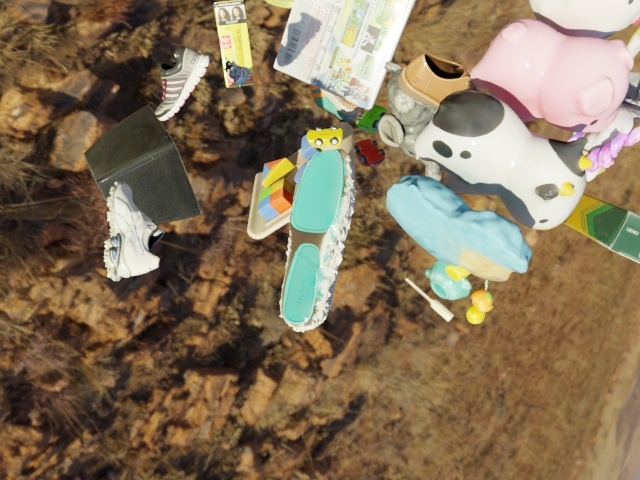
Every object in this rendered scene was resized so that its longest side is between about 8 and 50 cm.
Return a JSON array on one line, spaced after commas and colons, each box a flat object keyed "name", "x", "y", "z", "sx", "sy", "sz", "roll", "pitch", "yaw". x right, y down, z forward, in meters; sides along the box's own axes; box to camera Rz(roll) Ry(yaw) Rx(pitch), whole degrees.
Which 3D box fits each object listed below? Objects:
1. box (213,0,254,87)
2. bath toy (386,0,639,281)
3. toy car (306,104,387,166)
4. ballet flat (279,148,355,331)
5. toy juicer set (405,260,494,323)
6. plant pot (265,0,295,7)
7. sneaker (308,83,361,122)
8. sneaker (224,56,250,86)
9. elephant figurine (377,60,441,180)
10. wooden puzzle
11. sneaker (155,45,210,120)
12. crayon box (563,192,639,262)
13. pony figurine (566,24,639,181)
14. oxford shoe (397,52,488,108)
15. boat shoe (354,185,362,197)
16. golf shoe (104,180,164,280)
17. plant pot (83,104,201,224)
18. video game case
[{"name": "box", "x": -0.245, "y": -0.558, "z": 1.834, "sx": 0.087, "sy": 0.058, "sz": 0.232, "roll": -8, "pitch": 109, "yaw": -8}, {"name": "bath toy", "x": 0.205, "y": -0.135, "z": 0.574, "sx": 0.151, "sy": 0.129, "sz": 0.348, "roll": 35, "pitch": 76, "yaw": -14}, {"name": "toy car", "x": 0.110, "y": -0.289, "z": 1.754, "sx": 0.225, "sy": 0.239, "sz": 0.053, "roll": -49, "pitch": 149, "yaw": -32}, {"name": "ballet flat", "x": 0.000, "y": 0.000, "z": 1.438, "sx": 0.147, "sy": 0.147, "sz": 0.409, "roll": 11, "pitch": 93, "yaw": -58}, {"name": "toy juicer set", "x": 0.392, "y": 0.144, "z": 1.854, "sx": 0.089, "sy": 0.209, "sz": 0.329, "roll": -40, "pitch": -179, "yaw": -21}, {"name": "plant pot", "x": -0.086, "y": -0.840, "z": 1.782, "sx": 0.276, "sy": 0.276, "sz": 0.254, "roll": -58, "pitch": 162, "yaw": -14}, {"name": "sneaker", "x": 0.001, "y": -0.485, "z": 2.004, "sx": 0.108, "sy": 0.302, "sz": 0.121, "roll": -35, "pitch": 173, "yaw": -27}, {"name": "sneaker", "x": -0.202, "y": -0.408, "z": 1.522, "sx": 0.038, "sy": 0.098, "sz": 0.069, "roll": -39, "pitch": 114, "yaw": 16}, {"name": "elephant figurine", "x": 0.220, "y": -0.275, "z": 1.549, "sx": 0.186, "sy": 0.169, "sz": 0.239, "roll": -78, "pitch": 173, "yaw": -47}, {"name": "wooden puzzle", "x": -0.067, "y": -0.192, "z": 1.861, "sx": 0.080, "sy": 0.348, "sz": 0.322, "roll": 48, "pitch": 27, "yaw": -32}, {"name": "sneaker", "x": -0.276, "y": -0.299, "z": 1.212, "sx": 0.170, "sy": 0.075, "sz": 0.063, "roll": -43, "pitch": -156, "yaw": 36}, {"name": "crayon box", "x": 0.641, "y": -0.011, "z": 1.321, "sx": 0.323, "sy": 0.203, "sz": 0.083, "roll": -74, "pitch": -172, "yaw": -79}, {"name": "pony figurine", "x": 0.559, "y": -0.230, "z": 1.071, "sx": 0.363, "sy": 0.303, "sz": 0.351, "roll": -58, "pitch": -174, "yaw": 10}, {"name": "oxford shoe", "x": 0.235, "y": -0.243, "z": 1.057, "sx": 0.212, "sy": 0.076, "sz": 0.076, "roll": 18, "pitch": 56, "yaw": -22}, {"name": "boat shoe", "x": 0.006, "y": -0.110, "z": 1.919, "sx": 0.342, "sy": 0.123, "sz": 0.123, "roll": -41, "pitch": 165, "yaw": -54}, {"name": "golf shoe", "x": -0.280, "y": -0.017, "z": 0.979, "sx": 0.086, "sy": 0.176, "sz": 0.069, "roll": -5, "pitch": 145, "yaw": -10}, {"name": "plant pot", "x": -0.374, "y": -0.134, "z": 1.328, "sx": 0.167, "sy": 0.188, "sz": 0.187, "roll": -27, "pitch": 136, "yaw": -14}, {"name": "video game case", "x": 0.060, "y": -0.555, "z": 1.704, "sx": 0.329, "sy": 0.300, "sz": 0.036, "roll": -68, "pitch": 172, "yaw": 26}]
